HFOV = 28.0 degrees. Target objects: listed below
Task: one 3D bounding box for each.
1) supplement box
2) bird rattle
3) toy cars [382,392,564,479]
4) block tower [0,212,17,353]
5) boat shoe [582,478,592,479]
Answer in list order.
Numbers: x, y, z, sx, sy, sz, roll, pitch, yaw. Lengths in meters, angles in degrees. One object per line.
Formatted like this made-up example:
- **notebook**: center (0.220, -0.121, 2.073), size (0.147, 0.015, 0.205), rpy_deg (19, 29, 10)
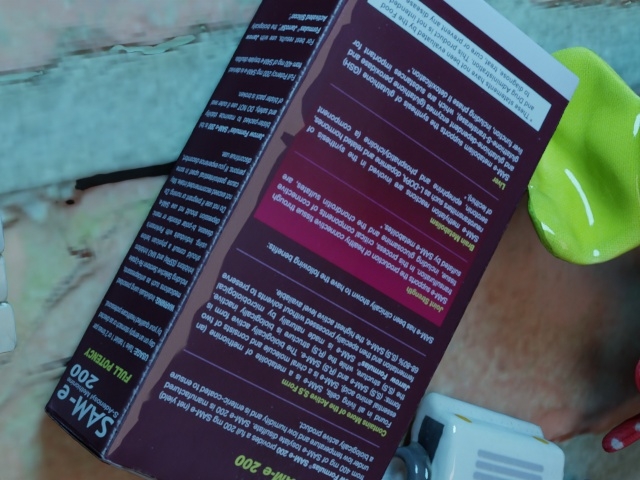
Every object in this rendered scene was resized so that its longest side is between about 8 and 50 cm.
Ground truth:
- **supplement box**: center (0.000, 0.000, 0.553), size (0.130, 0.073, 0.239), rpy_deg (32, 82, -32)
- **bird rattle**: center (0.211, -0.009, 0.654), size (0.253, 0.143, 0.207), rpy_deg (54, 55, -31)
- **toy cars**: center (-0.009, 0.233, 0.588), size (0.394, 0.087, 0.176), rpy_deg (-35, 116, -21)
- **block tower**: center (-0.169, -0.125, 0.413), size (0.091, 0.097, 0.335), rpy_deg (-11, 105, -30)
- **boat shoe**: center (0.182, 0.210, 0.660), size (0.066, 0.183, 0.066), rpy_deg (-42, 149, -8)
